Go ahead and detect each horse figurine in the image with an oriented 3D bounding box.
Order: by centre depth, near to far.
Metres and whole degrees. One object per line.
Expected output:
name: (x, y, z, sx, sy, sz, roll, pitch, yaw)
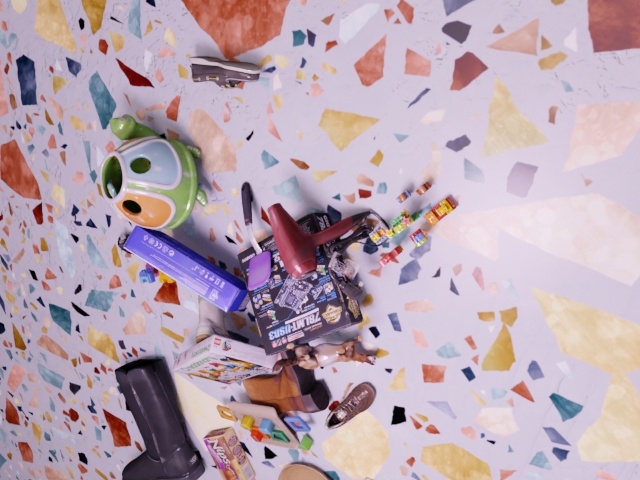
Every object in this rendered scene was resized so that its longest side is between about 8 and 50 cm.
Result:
horse figurine: (0.009, 0.288, 1.359, 0.263, 0.174, 0.066, -9, 68, 0)

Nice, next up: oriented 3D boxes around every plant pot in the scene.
plant pot: (-0.028, 0.793, 1.679, 0.236, 0.032, 0.237, 10, 112, 27)

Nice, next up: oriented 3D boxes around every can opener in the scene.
can opener: (-0.578, 0.001, 1.728, 0.186, 0.073, 0.059, -8, 64, 29)

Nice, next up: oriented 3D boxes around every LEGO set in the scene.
LEGO set: (-0.493, 0.077, 1.676, 0.227, 0.087, 0.093, -4, 104, 30)

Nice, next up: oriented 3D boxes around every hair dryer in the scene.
hair dryer: (0.000, 0.000, 1.283, 0.293, 0.224, 0.080, 26, 156, -3)

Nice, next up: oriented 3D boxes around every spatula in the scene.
spatula: (-0.179, -0.019, 1.426, 0.084, 0.030, 0.297, -24, 71, 34)

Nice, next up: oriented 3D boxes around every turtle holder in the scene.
turtle holder: (-0.466, -0.192, 1.471, 0.243, 0.227, 0.321, -1, 88, 40)

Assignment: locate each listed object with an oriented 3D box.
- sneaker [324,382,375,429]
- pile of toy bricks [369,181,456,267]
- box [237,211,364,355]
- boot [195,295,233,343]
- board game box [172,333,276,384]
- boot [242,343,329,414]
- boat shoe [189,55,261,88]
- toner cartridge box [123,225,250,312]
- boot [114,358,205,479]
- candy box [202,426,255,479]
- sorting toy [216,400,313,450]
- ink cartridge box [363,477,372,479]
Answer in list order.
sneaker: (0.080, 0.464, 1.477, 0.066, 0.071, 0.188, 44, 123, 11)
pile of toy bricks: (0.188, -0.037, 1.190, 0.212, 0.105, 0.118, -40, 86, 16)
box: (-0.063, 0.117, 1.398, 0.295, 0.073, 0.294, -28, 75, 34)
boot: (-0.305, 0.253, 1.620, 0.077, 0.213, 0.165, -16, 58, 13)
board game box: (-0.281, 0.348, 1.551, 0.192, 0.053, 0.305, 22, 148, -25)
boot: (-0.128, 0.394, 1.590, 0.280, 0.096, 0.264, -21, 102, 42)
boat shoe: (-0.240, -0.419, 1.362, 0.227, 0.081, 0.069, 20, 119, 32)
toner cartridge box: (-0.363, 0.081, 1.519, 0.347, 0.165, 0.075, 30, 89, 10)
boot: (-0.634, 0.648, 1.916, 0.366, 0.146, 0.446, -16, 102, 24)
candy box: (-0.306, 0.725, 1.809, 0.109, 0.053, 0.187, -22, 96, 34)
sorting toy: (-0.178, 0.575, 1.648, 0.347, 0.047, 0.196, -2, 129, 32)
ink cartridge box: (0.182, 0.853, 1.522, 0.207, 0.117, 0.283, 15, 113, 26)
